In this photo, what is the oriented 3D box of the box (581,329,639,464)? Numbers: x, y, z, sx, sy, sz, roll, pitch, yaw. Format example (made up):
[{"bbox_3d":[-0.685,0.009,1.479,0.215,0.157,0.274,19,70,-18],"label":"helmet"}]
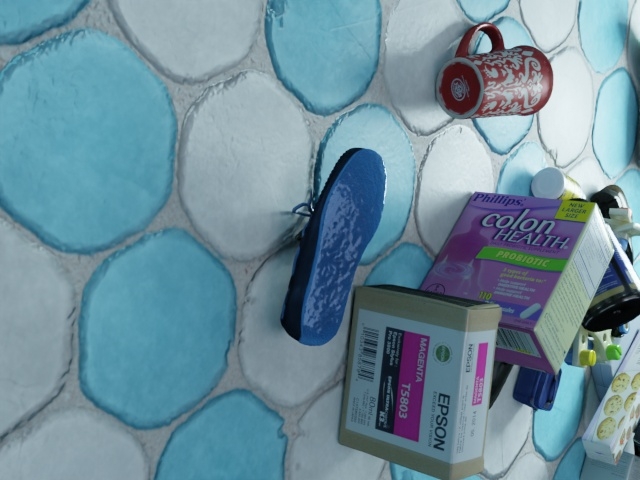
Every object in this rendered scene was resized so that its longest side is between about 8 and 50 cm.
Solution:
[{"bbox_3d":[0.639,0.316,1.838,0.324,0.067,0.063,-49,130,-30],"label":"box"}]

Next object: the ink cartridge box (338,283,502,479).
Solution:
[{"bbox_3d":[0.133,0.189,1.223,0.088,0.193,0.234,2,95,-49],"label":"ink cartridge box"}]

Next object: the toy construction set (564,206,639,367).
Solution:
[{"bbox_3d":[0.523,0.097,1.694,0.215,0.151,0.327,30,81,-41],"label":"toy construction set"}]

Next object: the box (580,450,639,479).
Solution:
[{"bbox_3d":[0.632,0.494,1.910,0.102,0.101,0.087,30,75,-47],"label":"box"}]

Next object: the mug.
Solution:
[{"bbox_3d":[0.253,-0.251,1.369,0.169,0.150,0.113,-16,145,-42],"label":"mug"}]

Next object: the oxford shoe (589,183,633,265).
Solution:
[{"bbox_3d":[0.607,-0.007,1.810,0.096,0.083,0.227,-33,122,-46],"label":"oxford shoe"}]

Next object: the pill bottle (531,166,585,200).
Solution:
[{"bbox_3d":[0.436,-0.088,1.613,0.116,0.065,0.065,19,82,-49],"label":"pill bottle"}]

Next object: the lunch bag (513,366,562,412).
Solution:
[{"bbox_3d":[0.405,0.269,1.641,0.067,0.065,0.098,27,76,-47],"label":"lunch bag"}]

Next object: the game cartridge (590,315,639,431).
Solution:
[{"bbox_3d":[0.683,0.294,1.971,0.198,0.062,0.297,-54,132,-22],"label":"game cartridge"}]

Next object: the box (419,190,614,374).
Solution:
[{"bbox_3d":[0.298,0.057,1.368,0.243,0.213,0.117,-56,133,-25],"label":"box"}]

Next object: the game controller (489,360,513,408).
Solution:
[{"bbox_3d":[0.316,0.140,1.483,0.319,0.067,0.166,-57,158,-26],"label":"game controller"}]

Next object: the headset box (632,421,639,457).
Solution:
[{"bbox_3d":[0.782,0.373,1.910,0.246,0.131,0.283,-61,152,-11],"label":"headset box"}]

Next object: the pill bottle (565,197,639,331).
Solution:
[{"bbox_3d":[0.472,0.039,1.555,0.123,0.123,0.219,21,42,-48],"label":"pill bottle"}]

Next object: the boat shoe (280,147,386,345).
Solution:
[{"bbox_3d":[0.000,0.000,1.125,0.109,0.089,0.258,29,80,-34],"label":"boat shoe"}]
